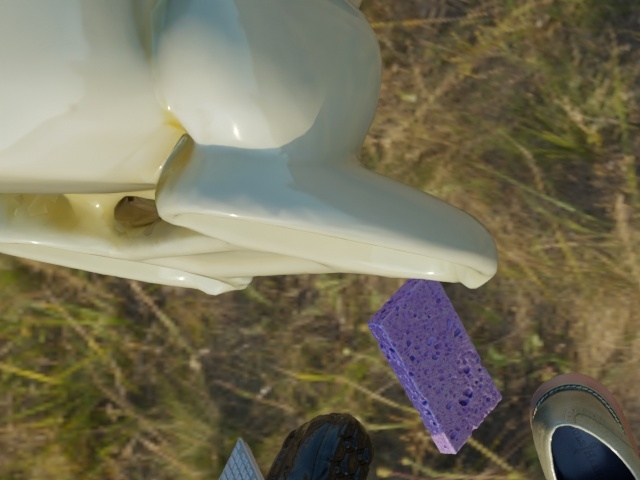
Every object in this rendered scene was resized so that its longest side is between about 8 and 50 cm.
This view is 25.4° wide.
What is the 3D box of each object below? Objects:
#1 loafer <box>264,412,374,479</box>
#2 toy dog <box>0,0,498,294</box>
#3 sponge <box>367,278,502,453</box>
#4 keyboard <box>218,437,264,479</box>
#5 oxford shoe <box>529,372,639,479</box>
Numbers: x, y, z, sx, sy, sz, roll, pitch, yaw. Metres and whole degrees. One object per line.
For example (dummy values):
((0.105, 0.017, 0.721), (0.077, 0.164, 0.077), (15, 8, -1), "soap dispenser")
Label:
((-0.028, 0.236, 1.159), (0.078, 0.076, 0.223), (-12, 37, 40), "loafer")
((-0.093, -0.200, 0.698), (0.284, 0.395, 0.408), (-11, 68, 61), "toy dog")
((0.148, 0.154, 1.811), (0.031, 0.117, 0.210), (-7, 119, 50), "sponge")
((-0.067, 0.302, 1.485), (0.072, 0.014, 0.256), (-59, 27, 13), "keyboard")
((0.357, 0.348, 1.632), (0.140, 0.146, 0.397), (-34, 94, 17), "oxford shoe")
